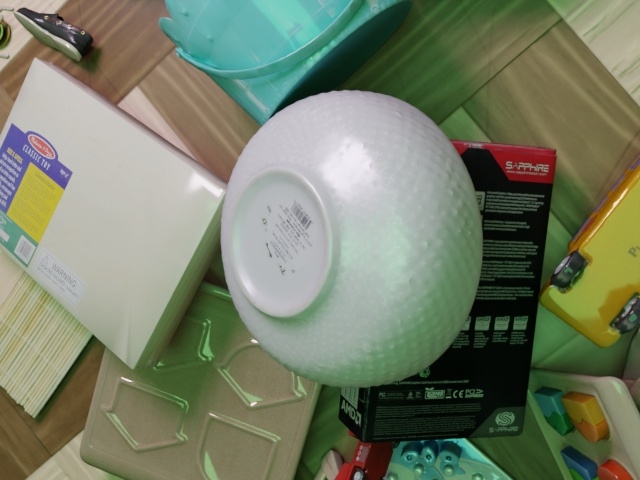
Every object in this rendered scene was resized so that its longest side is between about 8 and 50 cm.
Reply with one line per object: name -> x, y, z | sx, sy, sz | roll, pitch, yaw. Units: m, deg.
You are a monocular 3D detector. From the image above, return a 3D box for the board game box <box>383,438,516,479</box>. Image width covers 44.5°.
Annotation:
board game box -> 0.172, 0.504, 1.095 | 0.390, 0.050, 0.390 | 41, 103, 6

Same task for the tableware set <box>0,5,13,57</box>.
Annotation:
tableware set -> -0.515, -0.354, 1.181 | 0.104, 0.024, 0.154 | 9, 98, 13

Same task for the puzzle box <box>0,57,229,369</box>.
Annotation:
puzzle box -> -0.316, -0.049, 1.091 | 0.409, 0.052, 0.272 | 35, 104, 26

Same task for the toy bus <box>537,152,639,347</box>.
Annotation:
toy bus -> 0.402, -0.035, 0.942 | 0.108, 0.130, 0.333 | 36, 103, 6

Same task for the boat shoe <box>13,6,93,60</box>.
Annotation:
boat shoe -> -0.392, -0.309, 1.148 | 0.133, 0.049, 0.042 | 29, 74, 16

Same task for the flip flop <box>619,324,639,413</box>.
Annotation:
flip flop -> 0.380, 0.207, 0.940 | 0.112, 0.080, 0.277 | 43, 139, 30

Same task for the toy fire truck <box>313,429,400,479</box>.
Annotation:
toy fire truck -> 0.030, 0.331, 1.091 | 0.047, 0.135, 0.192 | 32, 68, -30

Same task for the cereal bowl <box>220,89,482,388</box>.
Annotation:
cereal bowl -> 0.000, 0.000, 0.865 | 0.339, 0.141, 0.339 | 2, 93, 45

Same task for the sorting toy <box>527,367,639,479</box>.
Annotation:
sorting toy -> 0.332, 0.252, 0.962 | 0.038, 0.208, 0.193 | -25, 90, -17

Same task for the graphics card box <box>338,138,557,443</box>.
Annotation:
graphics card box -> 0.157, 0.061, 0.979 | 0.232, 0.094, 0.371 | 1, 97, -21

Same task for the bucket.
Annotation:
bucket -> -0.036, -0.279, 0.958 | 0.281, 0.281, 0.183 | -41, 89, 14

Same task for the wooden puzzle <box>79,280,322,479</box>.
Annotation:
wooden puzzle -> -0.165, 0.223, 1.136 | 0.322, 0.080, 0.348 | 18, 104, 11

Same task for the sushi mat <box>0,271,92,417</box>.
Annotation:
sushi mat -> -0.417, 0.113, 1.210 | 0.151, 0.019, 0.316 | 38, 103, 6
